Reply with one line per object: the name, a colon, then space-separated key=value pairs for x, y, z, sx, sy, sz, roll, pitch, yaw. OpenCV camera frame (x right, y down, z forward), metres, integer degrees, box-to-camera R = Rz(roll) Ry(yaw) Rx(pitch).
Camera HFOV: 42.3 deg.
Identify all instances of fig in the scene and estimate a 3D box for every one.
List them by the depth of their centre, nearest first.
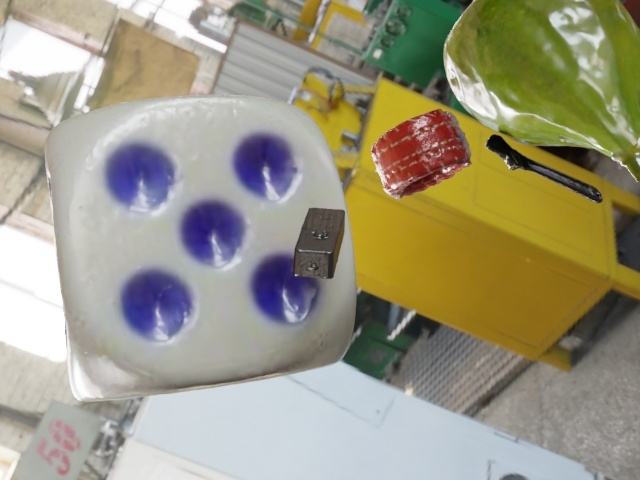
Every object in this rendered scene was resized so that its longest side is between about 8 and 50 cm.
fig: x=0.301 y=-0.185 z=1.017 sx=0.233 sy=0.314 sz=0.233 roll=-31 pitch=-15 yaw=-9

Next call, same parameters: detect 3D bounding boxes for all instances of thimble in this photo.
thimble: x=0.197 y=-0.171 z=1.682 sx=0.163 sy=0.125 sz=0.189 roll=-13 pitch=-13 yaw=-47

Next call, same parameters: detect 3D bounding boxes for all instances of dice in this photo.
dice: x=-0.144 y=0.011 z=0.947 sx=0.277 sy=0.304 sz=0.304 roll=157 pitch=106 yaw=-71

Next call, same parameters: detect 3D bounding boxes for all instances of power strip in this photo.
power strip: x=0.000 y=0.000 z=0.748 sx=0.111 sy=0.038 sz=0.029 roll=-75 pitch=-12 yaw=-67

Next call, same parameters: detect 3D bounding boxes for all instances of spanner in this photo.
spanner: x=0.291 y=-0.090 z=1.066 sx=0.012 sy=0.208 sz=0.046 roll=-45 pitch=37 yaw=40

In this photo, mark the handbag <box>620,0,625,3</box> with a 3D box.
handbag: x=0.362 y=-0.416 z=1.061 sx=0.326 sy=0.238 sz=0.089 roll=-48 pitch=48 yaw=51
